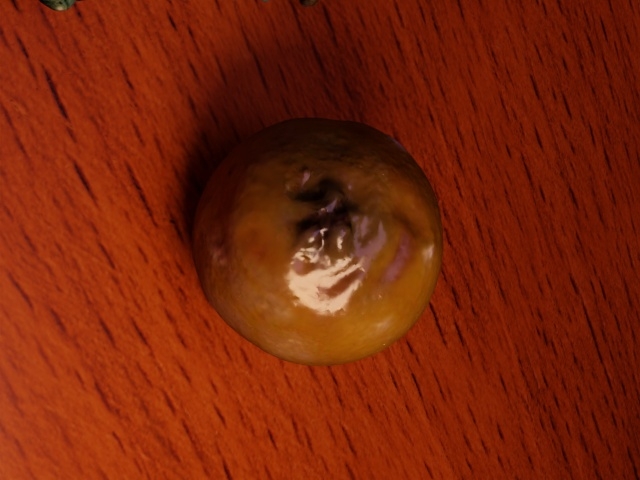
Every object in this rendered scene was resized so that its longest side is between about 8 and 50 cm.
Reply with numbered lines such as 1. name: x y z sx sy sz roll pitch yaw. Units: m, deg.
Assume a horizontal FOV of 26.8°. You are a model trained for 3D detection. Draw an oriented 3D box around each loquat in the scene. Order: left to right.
1. loquat: 0.000 0.000 1.694 0.328 0.328 0.328 -8 101 -43

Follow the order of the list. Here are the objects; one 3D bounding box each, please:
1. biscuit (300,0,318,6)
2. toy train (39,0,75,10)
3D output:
1. biscuit: 0.020 -0.384 1.733 0.025 0.231 0.131 16 84 -10
2. toy train: -0.253 -0.412 1.508 0.221 0.150 0.304 46 66 -31
